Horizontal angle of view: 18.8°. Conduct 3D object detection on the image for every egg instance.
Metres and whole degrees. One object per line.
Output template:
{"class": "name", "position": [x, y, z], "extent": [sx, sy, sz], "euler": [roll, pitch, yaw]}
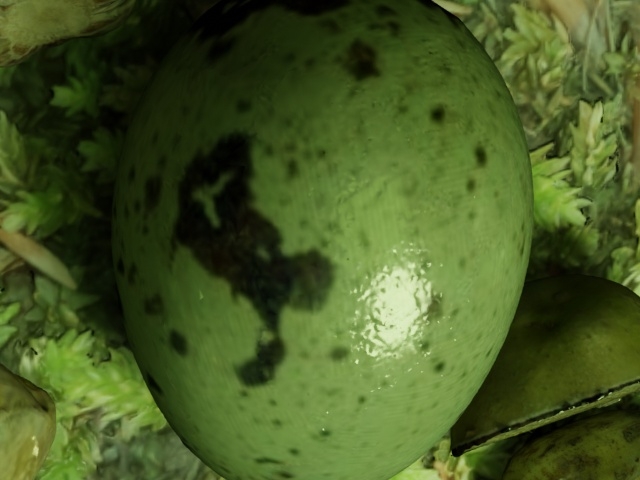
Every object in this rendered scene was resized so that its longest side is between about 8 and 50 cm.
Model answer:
{"class": "egg", "position": [0.000, 0.000, 1.323], "extent": [0.288, 0.287, 0.379], "euler": [-11, 126, -24]}

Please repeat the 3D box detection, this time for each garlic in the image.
{"class": "garlic", "position": [-0.185, -0.183, 1.255], "extent": [0.159, 0.102, 0.147], "euler": [-32, 151, 32]}

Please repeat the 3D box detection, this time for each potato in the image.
{"class": "potato", "position": [0.181, 0.089, 1.544], "extent": [0.202, 0.182, 0.117], "euler": [-19, 83, -4]}

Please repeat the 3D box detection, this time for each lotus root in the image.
{"class": "lotus root", "position": [0.219, 0.192, 1.625], "extent": [0.179, 0.080, 0.089], "euler": [-22, 142, -26]}

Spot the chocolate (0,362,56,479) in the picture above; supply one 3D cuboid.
{"class": "chocolate", "position": [-0.327, 0.117, 1.284], "extent": [0.309, 0.134, 0.134], "euler": [10, 103, -28]}
